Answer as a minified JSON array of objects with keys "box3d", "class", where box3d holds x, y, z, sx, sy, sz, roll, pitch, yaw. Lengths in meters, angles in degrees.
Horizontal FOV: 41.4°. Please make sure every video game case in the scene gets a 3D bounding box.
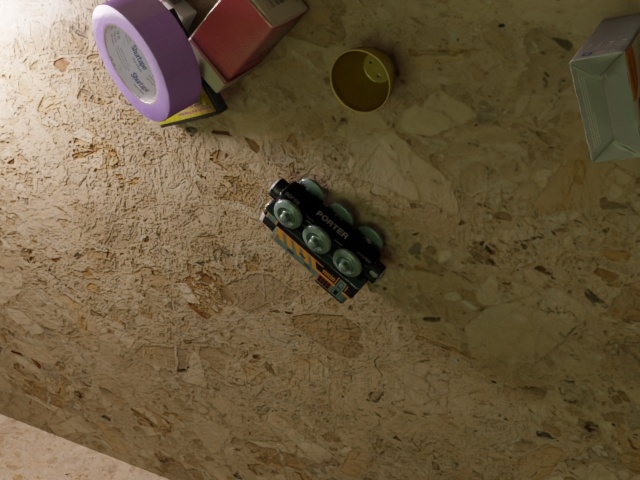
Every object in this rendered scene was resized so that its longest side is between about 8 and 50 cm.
[{"box3d":[-0.355,-0.391,1.964,0.275,0.035,0.248,-1,123,51],"class":"video game case"}]

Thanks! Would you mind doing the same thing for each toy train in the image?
[{"box3d":[0.000,0.000,1.989,0.334,0.142,0.190,40,141,5],"class":"toy train"}]

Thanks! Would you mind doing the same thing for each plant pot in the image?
[{"box3d":[0.099,-0.340,1.727,0.134,0.095,0.134,16,126,23],"class":"plant pot"}]

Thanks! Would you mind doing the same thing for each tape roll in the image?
[{"box3d":[-0.378,-0.398,1.836,0.275,0.090,0.274,40,150,28],"class":"tape roll"}]

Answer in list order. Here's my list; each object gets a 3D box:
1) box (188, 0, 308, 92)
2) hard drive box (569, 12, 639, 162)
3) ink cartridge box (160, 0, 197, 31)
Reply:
[{"box3d":[-0.163,-0.445,1.789,0.127,0.148,0.232,49,133,-3],"class":"box"},{"box3d":[0.508,-0.262,1.428,0.089,0.232,0.181,-5,117,34],"class":"hard drive box"},{"box3d":[-0.353,-0.519,1.926,0.122,0.052,0.088,43,133,3],"class":"ink cartridge box"}]
